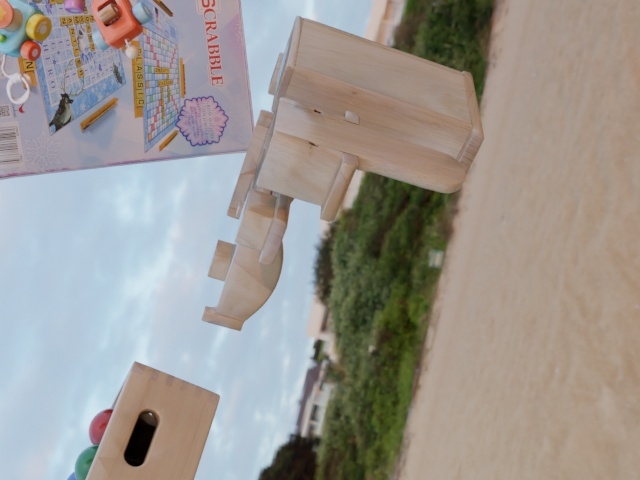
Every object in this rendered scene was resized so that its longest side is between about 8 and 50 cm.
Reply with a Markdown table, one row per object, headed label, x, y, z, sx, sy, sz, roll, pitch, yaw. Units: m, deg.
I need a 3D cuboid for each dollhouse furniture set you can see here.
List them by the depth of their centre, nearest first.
| label | x | y | z | sx | sy | sz | roll | pitch | yaw |
| --- | --- | --- | --- | --- | --- | --- | --- | --- | --- |
| dollhouse furniture set | 0.000 | 0.000 | 0.846 | 0.303 | 0.173 | 0.355 | -84 | 14 | -54 |

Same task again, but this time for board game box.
| label | x | y | z | sx | sy | sz | roll | pitch | yaw |
| --- | --- | --- | --- | --- | --- | --- | --- | --- | --- |
| board game box | -0.249 | -0.246 | 1.068 | 0.066 | 0.318 | 0.319 | -143 | 47 | -75 |

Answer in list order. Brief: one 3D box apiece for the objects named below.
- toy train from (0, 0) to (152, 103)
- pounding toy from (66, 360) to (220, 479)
| label | x | y | z | sx | sy | sz | roll | pitch | yaw |
| --- | --- | --- | --- | --- | --- | --- | --- | --- | --- |
| toy train | -0.246 | -0.203 | 0.834 | 0.125 | 0.166 | 0.046 | 68 | -166 | 13 |
| pounding toy | -0.172 | 0.196 | 0.823 | 0.206 | 0.094 | 0.181 | 126 | 165 | -49 |
